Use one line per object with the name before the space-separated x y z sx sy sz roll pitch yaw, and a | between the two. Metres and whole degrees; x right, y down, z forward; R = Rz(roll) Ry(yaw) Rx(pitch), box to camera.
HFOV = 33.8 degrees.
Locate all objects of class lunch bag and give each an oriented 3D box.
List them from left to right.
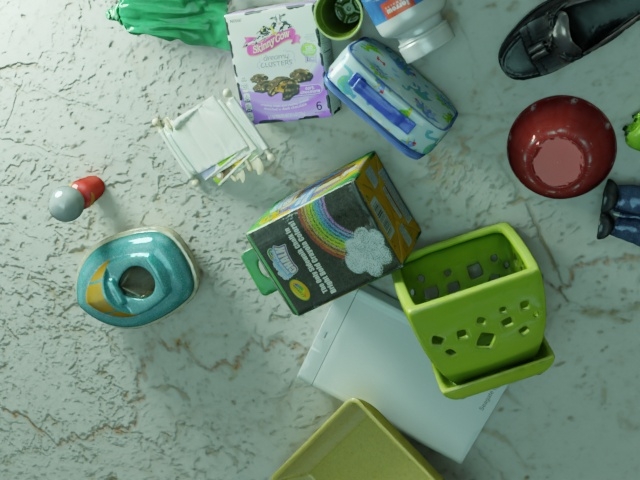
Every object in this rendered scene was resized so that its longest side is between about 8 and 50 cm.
lunch bag | 0.115 -0.236 1.733 0.219 0.176 0.090 40 115 -1

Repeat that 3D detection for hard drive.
hard drive | 0.157 0.243 1.966 0.353 0.047 0.233 27 115 5

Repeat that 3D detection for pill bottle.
pill bottle | 0.127 -0.404 1.697 0.124 0.124 0.221 -27 100 23

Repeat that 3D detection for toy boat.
toy boat | -0.395 0.027 1.993 0.268 0.148 0.318 -27 101 23

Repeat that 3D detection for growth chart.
growth chart | -0.192 -0.174 1.889 0.237 0.021 0.172 -17 108 43

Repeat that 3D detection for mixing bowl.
mixing bowl | 0.392 -0.141 1.730 0.182 0.098 0.181 5 110 15

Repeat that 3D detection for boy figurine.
boy figurine | 0.600 -0.020 1.719 0.285 0.092 0.177 13 110 15

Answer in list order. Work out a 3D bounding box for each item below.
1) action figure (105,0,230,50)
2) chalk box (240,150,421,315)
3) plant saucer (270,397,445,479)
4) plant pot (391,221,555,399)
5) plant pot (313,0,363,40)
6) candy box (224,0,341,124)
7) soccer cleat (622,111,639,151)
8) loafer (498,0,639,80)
action figure | -0.269 -0.401 1.847 0.232 0.063 0.137 2 112 12
chalk box | 0.000 0.000 1.854 0.289 0.179 0.180 -25 102 24
plant saucer | 0.108 0.483 2.004 0.333 0.081 0.333 45 128 8
plant pot | 0.263 0.126 1.780 0.228 0.227 0.207 -19 111 3
plant pot | 0.039 -0.382 1.754 0.083 0.079 0.083 5 111 14
candy box | -0.064 -0.307 1.817 0.165 0.070 0.196 -4 109 18
soccer cleat | 0.557 -0.216 1.681 0.072 0.060 0.179 28 121 -5
loafer | 0.411 -0.343 1.651 0.303 0.095 0.109 -27 100 23
